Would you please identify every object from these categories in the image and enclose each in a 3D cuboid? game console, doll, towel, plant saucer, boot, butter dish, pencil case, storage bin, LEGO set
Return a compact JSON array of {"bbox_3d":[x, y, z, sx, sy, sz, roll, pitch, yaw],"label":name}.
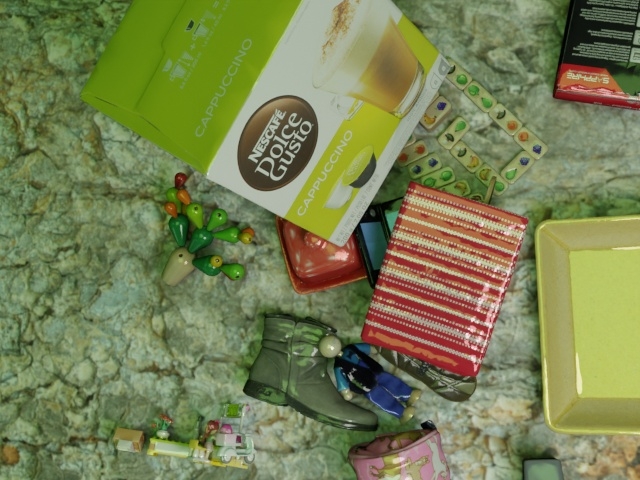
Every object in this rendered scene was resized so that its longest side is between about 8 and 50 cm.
[{"bbox_3d":[0.128,-0.002,1.324,0.085,0.124,0.144,-22,81,37],"label":"game console"},{"bbox_3d":[0.076,0.219,1.308,0.189,0.129,0.046,35,134,-5],"label":"doll"},{"bbox_3d":[0.192,0.064,1.250,0.199,0.031,0.274,18,99,7],"label":"towel"},{"bbox_3d":[0.509,0.126,1.215,0.333,0.081,0.332,-3,86,20],"label":"plant saucer"},{"bbox_3d":[-0.002,0.218,1.342,0.247,0.083,0.161,18,82,10],"label":"boot"},{"bbox_3d":[0.000,0.000,1.332,0.160,0.118,0.160,-16,83,12],"label":"butter dish"},{"bbox_3d":[0.169,0.487,1.233,0.160,0.167,0.386,-26,80,46],"label":"pencil case"},{"bbox_3d":[0.352,0.384,1.228,0.098,0.135,0.091,-5,76,12],"label":"storage bin"},{"bbox_3d":[-0.218,0.325,1.369,0.287,0.132,0.107,-4,67,35],"label":"LEGO set"}]

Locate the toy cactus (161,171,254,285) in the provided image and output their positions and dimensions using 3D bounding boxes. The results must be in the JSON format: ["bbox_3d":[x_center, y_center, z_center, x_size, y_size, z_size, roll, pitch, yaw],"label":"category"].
[{"bbox_3d":[-0.218,0.004,1.403,0.219,0.112,0.180,45,115,9],"label":"toy cactus"}]

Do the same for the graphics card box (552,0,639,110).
[{"bbox_3d":[0.518,-0.392,1.257,0.233,0.094,0.370,10,89,12],"label":"graphics card box"}]

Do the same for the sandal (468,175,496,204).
[{"bbox_3d":[0.218,0.002,1.299,0.079,0.088,0.240,16,97,13],"label":"sandal"}]

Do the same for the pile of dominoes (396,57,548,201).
[{"bbox_3d":[0.224,-0.172,1.334,0.196,0.040,0.251,-46,78,6],"label":"pile of dominoes"}]

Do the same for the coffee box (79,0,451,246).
[{"bbox_3d":[-0.082,-0.242,1.200,0.338,0.334,0.337,32,93,38],"label":"coffee box"}]

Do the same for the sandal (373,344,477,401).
[{"bbox_3d":[0.167,0.181,1.319,0.219,0.060,0.090,36,101,-2],"label":"sandal"}]
